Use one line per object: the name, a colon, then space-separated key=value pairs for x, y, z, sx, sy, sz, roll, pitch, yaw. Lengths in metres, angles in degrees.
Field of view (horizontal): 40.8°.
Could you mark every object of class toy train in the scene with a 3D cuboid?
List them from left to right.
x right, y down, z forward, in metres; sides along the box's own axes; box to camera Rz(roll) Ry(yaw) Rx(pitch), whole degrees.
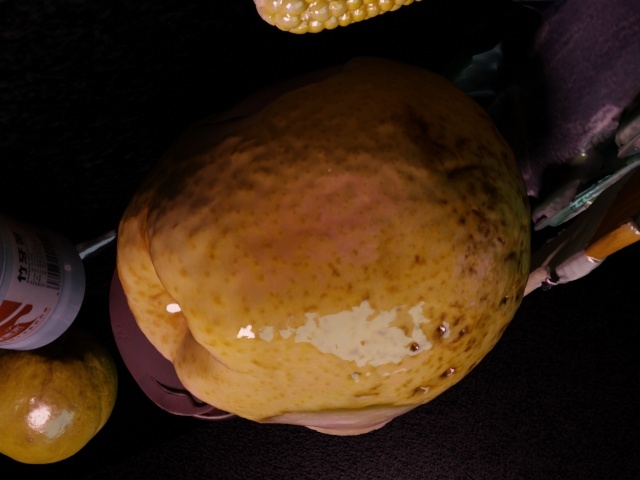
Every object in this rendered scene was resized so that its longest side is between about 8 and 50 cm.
toy train: x=0.233 y=-0.143 z=0.608 sx=0.249 sy=0.173 sz=0.307 roll=-27 pitch=167 yaw=-19

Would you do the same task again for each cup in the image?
cup: x=-0.053 y=0.048 z=0.837 sx=0.196 sy=0.196 sz=0.280 roll=-34 pitch=171 yaw=37

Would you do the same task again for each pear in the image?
pear: x=-0.296 y=0.161 z=0.932 sx=0.149 sy=0.149 sz=0.162 roll=-10 pitch=143 yaw=-41
pear: x=0.000 y=0.000 z=0.584 sx=0.271 sy=0.271 sz=0.271 roll=-21 pitch=166 yaw=-6

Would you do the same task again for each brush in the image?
brush: x=0.163 y=0.015 z=0.608 sx=0.085 sy=0.020 sz=0.336 roll=-53 pitch=176 yaw=-16

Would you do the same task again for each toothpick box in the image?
toothpick box: x=-0.240 y=0.022 z=0.591 sx=0.101 sy=0.101 sz=0.153 roll=-25 pitch=166 yaw=6

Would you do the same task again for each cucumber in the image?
cucumber: x=-0.225 y=0.018 z=0.729 sx=0.163 sy=0.039 sz=0.043 roll=-23 pitch=-173 yaw=9

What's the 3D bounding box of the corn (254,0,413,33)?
corn: x=0.077 y=-0.170 z=0.421 sx=0.248 sy=0.081 sz=0.081 roll=-22 pitch=166 yaw=-6
